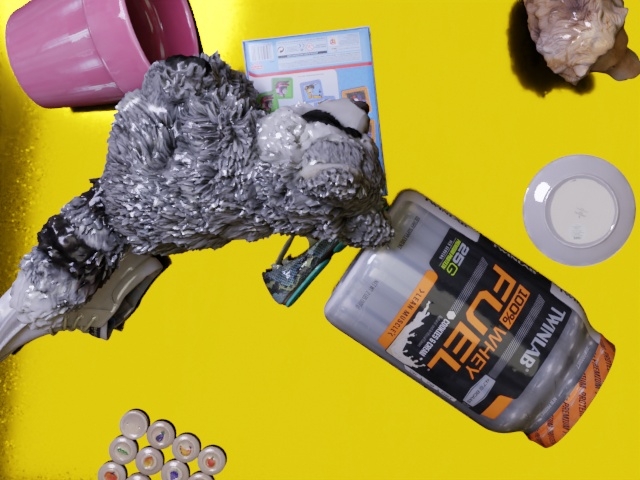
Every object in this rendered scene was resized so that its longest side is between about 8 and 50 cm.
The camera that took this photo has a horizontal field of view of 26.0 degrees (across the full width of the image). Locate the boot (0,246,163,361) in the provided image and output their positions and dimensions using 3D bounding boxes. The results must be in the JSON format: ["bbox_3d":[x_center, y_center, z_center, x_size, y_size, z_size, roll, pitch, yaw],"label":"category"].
[{"bbox_3d":[-0.316,0.087,1.726,0.123,0.095,0.258,43,93,7],"label":"boot"}]

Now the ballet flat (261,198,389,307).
[{"bbox_3d":[0.000,0.000,1.723,0.188,0.070,0.070,-44,90,4],"label":"ballet flat"}]

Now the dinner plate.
[{"bbox_3d":[0.324,-0.037,1.729,0.141,0.017,0.141,0,94,4],"label":"dinner plate"}]

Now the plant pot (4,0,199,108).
[{"bbox_3d":[-0.269,-0.244,1.670,0.180,0.201,0.201,-16,92,19],"label":"plant pot"}]

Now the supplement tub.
[{"bbox_3d":[0.180,0.098,1.654,0.316,0.193,0.193,33,94,0],"label":"supplement tub"}]

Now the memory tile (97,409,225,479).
[{"bbox_3d":[-0.203,0.292,1.774,0.148,0.012,0.113,25,94,2],"label":"memory tile"}]

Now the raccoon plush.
[{"bbox_3d":[-0.115,-0.001,1.585,0.299,0.216,0.446,42,104,31],"label":"raccoon plush"}]

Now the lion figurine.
[{"bbox_3d":[0.331,-0.369,1.599,0.142,0.240,0.392,13,93,2],"label":"lion figurine"}]

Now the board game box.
[{"bbox_3d":[-0.006,-0.151,1.727,0.160,0.039,0.211,-6,92,3],"label":"board game box"}]
